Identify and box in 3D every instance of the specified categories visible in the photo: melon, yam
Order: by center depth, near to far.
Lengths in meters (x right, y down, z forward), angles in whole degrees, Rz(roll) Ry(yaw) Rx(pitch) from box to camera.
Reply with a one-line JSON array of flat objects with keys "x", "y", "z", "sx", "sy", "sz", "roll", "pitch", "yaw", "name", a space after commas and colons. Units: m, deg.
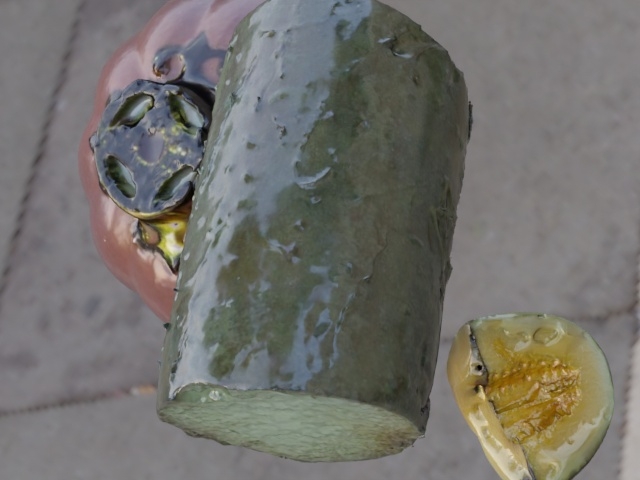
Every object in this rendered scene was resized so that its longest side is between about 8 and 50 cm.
[{"x": 0.000, "y": 0.000, "z": 1.167, "sx": 0.161, "sy": 0.161, "sz": 0.268, "roll": -16, "pitch": 51, "yaw": 36, "name": "yam"}, {"x": 0.184, "y": 0.134, "z": 1.699, "sx": 0.128, "sy": 0.079, "sz": 0.160, "roll": -21, "pitch": 83, "yaw": -12, "name": "melon"}]

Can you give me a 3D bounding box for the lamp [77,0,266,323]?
[{"x": -0.068, "y": -0.065, "z": 1.610, "sx": 0.305, "sy": 0.239, "sz": 0.305, "roll": -2, "pitch": 86, "yaw": 32, "name": "lamp"}]
